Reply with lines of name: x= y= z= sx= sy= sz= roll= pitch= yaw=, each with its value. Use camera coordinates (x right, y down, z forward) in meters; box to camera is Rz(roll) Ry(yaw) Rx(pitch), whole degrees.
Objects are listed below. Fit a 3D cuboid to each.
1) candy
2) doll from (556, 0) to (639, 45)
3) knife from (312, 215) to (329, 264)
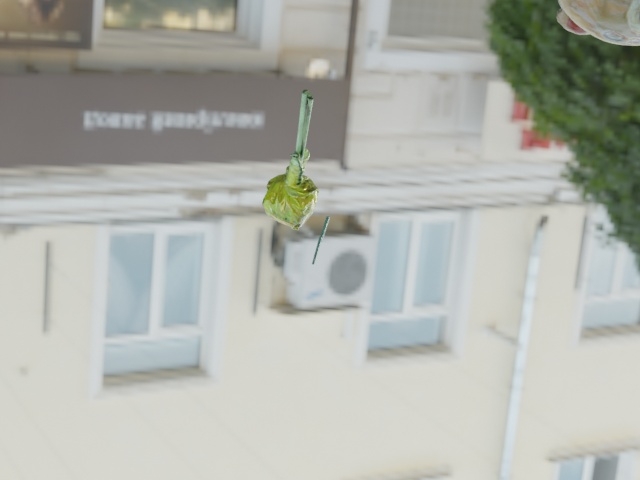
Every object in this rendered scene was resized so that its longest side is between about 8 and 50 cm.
candy: x=-0.031 y=-0.115 z=1.941 sx=0.073 sy=0.262 sz=0.077 roll=38 pitch=-123 yaw=21
doll: x=0.458 y=-0.335 z=1.737 sx=0.329 sy=0.235 sz=0.174 roll=3 pitch=-125 yaw=6
knife: x=0.000 y=0.000 z=1.962 sx=0.005 sy=0.014 sz=0.091 roll=13 pitch=-127 yaw=6
